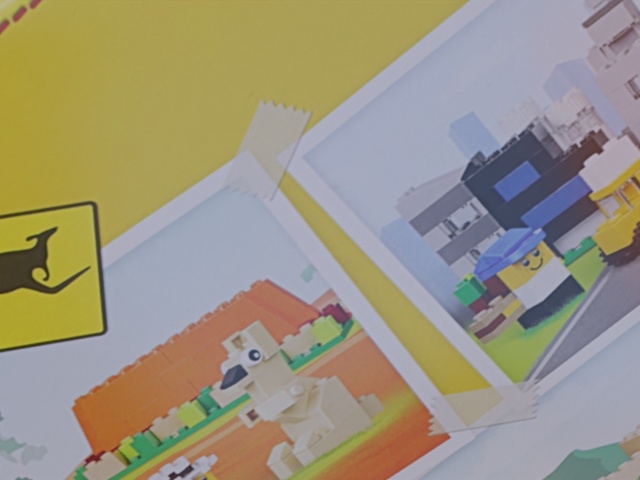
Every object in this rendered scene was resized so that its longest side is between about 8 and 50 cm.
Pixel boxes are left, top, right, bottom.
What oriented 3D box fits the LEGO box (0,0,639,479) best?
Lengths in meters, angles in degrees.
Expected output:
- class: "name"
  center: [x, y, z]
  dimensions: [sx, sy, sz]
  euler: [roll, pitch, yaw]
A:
- class: "LEGO box"
  center: [0.000, 0.000, 0.574]
  dimensions: [0.500, 0.193, 0.372]
  euler: [-36, 127, 6]
